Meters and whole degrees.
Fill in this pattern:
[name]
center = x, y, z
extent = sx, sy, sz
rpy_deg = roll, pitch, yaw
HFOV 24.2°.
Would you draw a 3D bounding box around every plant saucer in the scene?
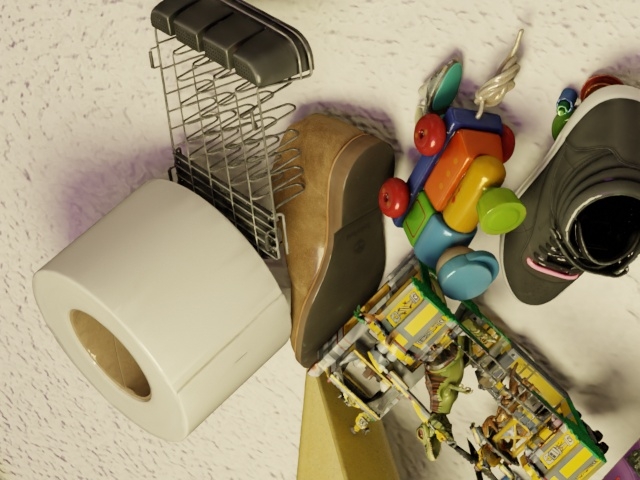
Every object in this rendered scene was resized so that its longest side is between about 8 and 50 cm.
[plant saucer]
center = 0.039, 0.349, 1.718
extent = 0.081, 0.333, 0.333
rpy_deg = -2, 124, -11

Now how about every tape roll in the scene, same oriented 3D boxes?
[tape roll]
center = -0.174, 0.077, 1.643
extent = 0.246, 0.169, 0.246
rpy_deg = 35, 152, 23

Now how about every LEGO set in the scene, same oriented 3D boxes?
[LEGO set]
center = 0.126, 0.180, 1.577
extent = 0.331, 0.255, 0.192
rpy_deg = 41, 100, -17

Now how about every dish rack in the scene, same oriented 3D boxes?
[dish rack]
center = -0.091, -0.118, 1.563
extent = 0.208, 0.074, 0.272
rpy_deg = 34, 141, 41

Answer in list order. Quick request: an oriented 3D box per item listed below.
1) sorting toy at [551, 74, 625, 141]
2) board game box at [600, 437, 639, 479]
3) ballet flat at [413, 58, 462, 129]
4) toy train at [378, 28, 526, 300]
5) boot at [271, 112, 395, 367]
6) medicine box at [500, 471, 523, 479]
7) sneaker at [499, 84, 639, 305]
[sorting toy]
center = 0.259, -0.122, 1.472
extent = 0.061, 0.042, 0.102
rpy_deg = 34, 127, 1
[board game box]
center = 0.397, 0.196, 1.510
extent = 0.056, 0.208, 0.347
rpy_deg = 58, 133, 31
[ballet flat]
center = 0.115, -0.138, 1.529
extent = 0.041, 0.041, 0.114
rpy_deg = 17, 123, 13
[toy train]
center = 0.161, -0.069, 1.467
extent = 0.105, 0.143, 0.248
rpy_deg = 5, 132, -28
[boot]
center = 0.000, 0.000, 1.639
extent = 0.115, 0.112, 0.305
rpy_deg = 32, 129, 31
[medicine box]
center = 0.248, 0.451, 1.664
extent = 0.263, 0.289, 0.149
rpy_deg = 40, 117, -3
[sneaker]
center = 0.246, -0.001, 1.465
extent = 0.104, 0.147, 0.296
rpy_deg = 15, 136, -7
